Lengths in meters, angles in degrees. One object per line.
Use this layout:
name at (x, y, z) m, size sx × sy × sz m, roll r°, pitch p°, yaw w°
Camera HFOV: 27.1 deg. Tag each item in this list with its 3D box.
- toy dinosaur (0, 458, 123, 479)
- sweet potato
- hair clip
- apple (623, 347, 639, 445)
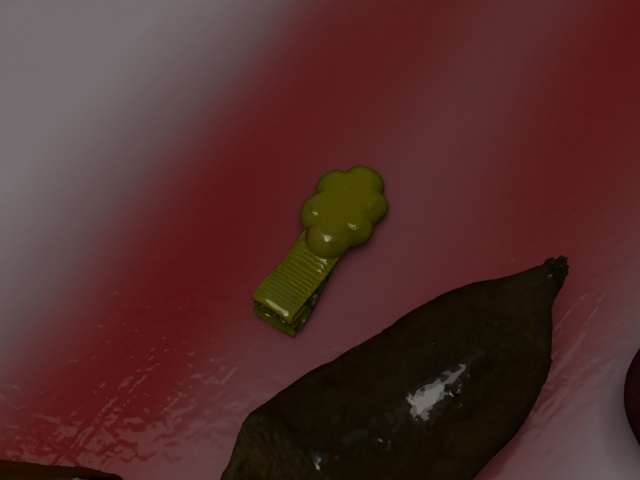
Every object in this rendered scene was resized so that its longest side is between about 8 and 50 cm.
toy dinosaur at (-0.401, 0.220, 1.115) m, size 0.432 × 0.097 × 0.208 m, roll 21°, pitch 62°, yaw 7°
sweet potato at (0.073, 0.147, 1.090) m, size 0.369 × 0.158 × 0.158 m, roll -33°, pitch 70°, yaw -17°
hair clip at (0.000, 0.000, 1.200) m, size 0.072 × 0.046 × 0.173 m, roll 33°, pitch 72°, yaw 11°
apple at (0.326, 0.129, 1.091) m, size 0.153 × 0.120 × 0.153 m, roll -3°, pitch 71°, yaw 8°
